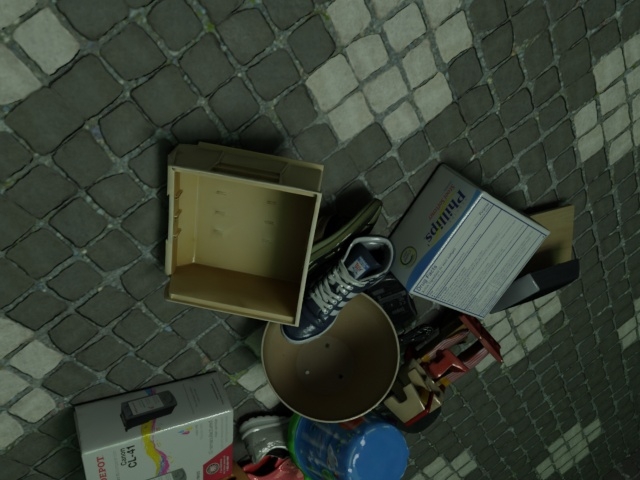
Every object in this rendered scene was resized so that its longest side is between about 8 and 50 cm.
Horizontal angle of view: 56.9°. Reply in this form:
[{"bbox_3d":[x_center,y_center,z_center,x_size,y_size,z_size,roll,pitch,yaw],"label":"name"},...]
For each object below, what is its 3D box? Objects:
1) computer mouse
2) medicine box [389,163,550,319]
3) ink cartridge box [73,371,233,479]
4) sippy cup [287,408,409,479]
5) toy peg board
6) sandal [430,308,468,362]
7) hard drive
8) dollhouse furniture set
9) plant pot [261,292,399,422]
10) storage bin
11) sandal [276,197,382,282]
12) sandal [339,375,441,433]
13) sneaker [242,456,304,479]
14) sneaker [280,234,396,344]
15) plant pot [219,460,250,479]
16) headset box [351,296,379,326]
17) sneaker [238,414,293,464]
[{"bbox_3d":[0.145,0.173,1.426,0.184,0.060,0.262,-25,129,13],"label":"computer mouse"},{"bbox_3d":[0.327,0.010,1.348,0.289,0.149,0.263,22,109,-38],"label":"medicine box"},{"bbox_3d":[-0.349,0.435,1.269,0.306,0.131,0.226,-11,126,-25],"label":"ink cartridge box"},{"bbox_3d":[0.075,0.470,1.353,0.240,0.224,0.306,-14,99,-28],"label":"sippy cup"},{"bbox_3d":[0.564,-0.009,1.533,0.161,0.079,0.161,-13,111,-22],"label":"toy peg board"},{"bbox_3d":[0.359,0.270,1.604,0.090,0.060,0.219,-1,122,-29],"label":"sandal"},{"bbox_3d":[0.535,0.124,1.518,0.172,0.054,0.255,-14,163,-19],"label":"hard drive"},{"bbox_3d":[0.301,0.308,1.389,0.201,0.152,0.374,-42,176,18],"label":"dollhouse furniture set"},{"bbox_3d":[0.017,0.257,1.293,0.284,0.284,0.191,-26,163,-12],"label":"plant pot"},{"bbox_3d":[-0.140,-0.014,1.018,0.260,0.123,0.262,11,121,0],"label":"storage bin"},{"bbox_3d":[-0.001,0.000,1.187,0.302,0.086,0.120,-34,164,-6],"label":"sandal"},{"bbox_3d":[0.197,0.454,1.606,0.445,0.107,0.168,25,106,-38],"label":"sandal"},{"bbox_3d":[-0.067,0.586,1.544,0.313,0.116,0.136,-21,128,-16],"label":"sneaker"},{"bbox_3d":[0.036,0.091,1.171,0.282,0.099,0.153,-38,170,-15],"label":"sneaker"},{"bbox_3d":[-0.256,0.653,1.393,0.203,0.291,0.291,-29,133,-31],"label":"plant pot"},{"bbox_3d":[0.095,0.157,1.349,0.032,0.083,0.062,-39,132,-41],"label":"headset box"},{"bbox_3d":[-0.061,0.496,1.469,0.281,0.115,0.105,-1,144,-23],"label":"sneaker"}]
